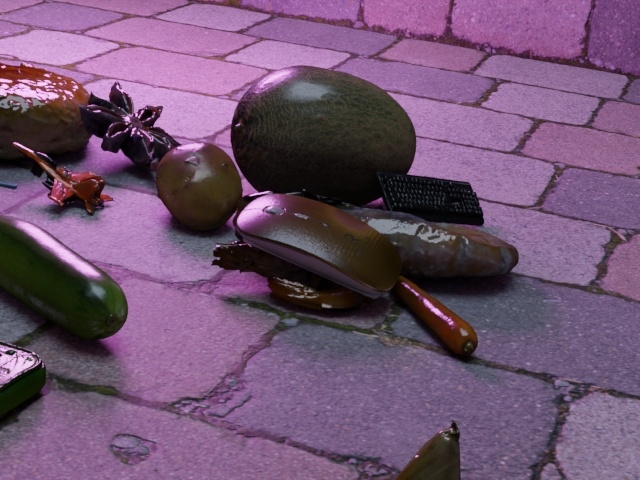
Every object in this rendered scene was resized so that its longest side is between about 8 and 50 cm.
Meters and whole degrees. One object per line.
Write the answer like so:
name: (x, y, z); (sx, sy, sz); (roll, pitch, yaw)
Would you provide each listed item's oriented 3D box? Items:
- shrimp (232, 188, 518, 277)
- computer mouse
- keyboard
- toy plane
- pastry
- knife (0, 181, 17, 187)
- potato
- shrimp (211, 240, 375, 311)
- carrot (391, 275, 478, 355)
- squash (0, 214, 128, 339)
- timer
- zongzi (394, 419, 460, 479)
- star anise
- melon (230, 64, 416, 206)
shrimp: (0.087, -0.011, 1.918); (0.446, 0.110, 0.221); (9, 11, 0)
computer mouse: (0.000, 0.000, 1.764); (0.245, 0.056, 0.126); (24, 37, 9)
keyboard: (0.187, -0.072, 2.084); (0.230, 0.025, 0.093); (3, 58, -42)
toy plane: (-0.432, -0.102, 2.035); (0.188, 0.062, 0.135); (24, 27, 9)
pastry: (-0.564, -0.246, 2.284); (0.330, 0.136, 0.329); (6, 20, -2)
knife: (-0.552, -0.099, 2.088); (0.091, 0.005, 0.014); (10, 22, 11)
potato: (-0.198, -0.091, 2.008); (0.137, 0.137, 0.176); (-6, 27, -29)
shrimp: (-0.034, 0.049, 1.779); (0.249, 0.068, 0.150); (12, 26, 0)
carrot: (0.152, 0.099, 1.731); (0.043, 0.043, 0.248); (-3, 21, -23)
squash: (-0.375, 0.039, 1.654); (0.101, 0.101, 0.379); (-14, 28, -43)
timer: (-0.391, 0.156, 1.412); (0.128, 0.047, 0.140); (14, 22, 21)
zongzi: (0.072, 0.270, 1.041); (0.099, 0.197, 0.194); (19, 25, 5)
star anise: (-0.339, -0.188, 2.235); (0.230, 0.081, 0.262); (24, 27, -42)
melon: (0.006, -0.170, 2.101); (0.329, 0.248, 0.248); (8, 19, -25)
